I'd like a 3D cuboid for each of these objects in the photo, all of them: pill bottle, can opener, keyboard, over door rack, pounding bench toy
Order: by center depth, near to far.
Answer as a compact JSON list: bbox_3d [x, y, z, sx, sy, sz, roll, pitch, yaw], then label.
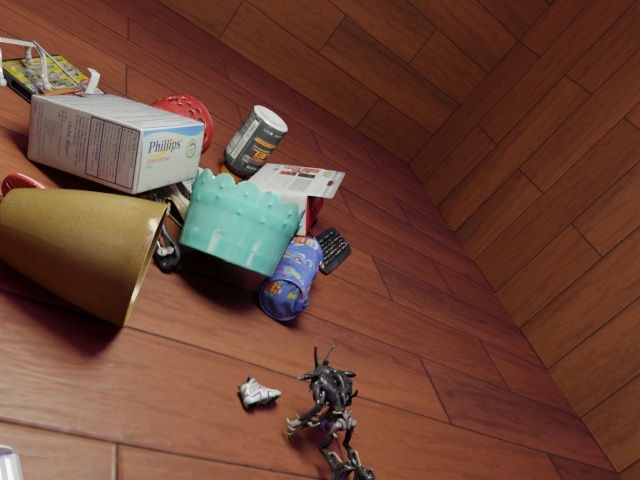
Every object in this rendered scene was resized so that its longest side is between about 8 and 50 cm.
[{"bbox_3d":[-0.704,-0.391,1.308,0.324,0.108,0.239,29,23,32],"label":"over door rack"},{"bbox_3d":[-0.368,-0.014,1.312,0.186,0.059,0.073,64,-16,12],"label":"can opener"},{"bbox_3d":[-0.400,-0.064,1.383,0.065,0.052,0.083,31,25,-25],"label":"pounding bench toy"},{"bbox_3d":[-0.224,-0.298,1.840,0.130,0.246,0.130,32,24,-17],"label":"pill bottle"},{"bbox_3d":[0.000,0.000,1.941,0.201,0.033,0.317,43,22,4],"label":"keyboard"}]

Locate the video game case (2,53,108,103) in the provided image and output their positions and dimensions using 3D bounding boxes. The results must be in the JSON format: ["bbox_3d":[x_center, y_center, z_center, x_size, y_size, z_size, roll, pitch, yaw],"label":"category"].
[{"bbox_3d":[-0.695,-0.402,1.551,0.248,0.035,0.275,40,23,-5],"label":"video game case"}]

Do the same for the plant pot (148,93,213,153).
[{"bbox_3d":[-0.424,-0.304,1.619,0.191,0.191,0.174,41,31,-1],"label":"plant pot"}]

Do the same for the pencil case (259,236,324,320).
[{"bbox_3d":[-0.069,0.094,1.536,0.133,0.119,0.306,18,24,3],"label":"pencil case"}]

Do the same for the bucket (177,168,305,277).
[{"bbox_3d":[-0.193,-0.035,1.366,0.281,0.183,0.281,21,-5,2],"label":"bucket"}]

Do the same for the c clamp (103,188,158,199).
[{"bbox_3d":[-0.439,-0.094,1.312,0.160,0.022,0.137,-28,38,-24],"label":"c clamp"}]

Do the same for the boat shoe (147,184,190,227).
[{"bbox_3d":[-0.395,-0.108,1.463,0.190,0.068,0.072,41,34,0],"label":"boat shoe"}]

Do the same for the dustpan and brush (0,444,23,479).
[{"bbox_3d":[-0.430,0.302,0.656,0.211,0.060,0.147,13,35,-49],"label":"dustpan and brush"}]

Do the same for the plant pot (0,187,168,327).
[{"bbox_3d":[-0.433,0.007,1.021,0.254,0.237,0.237,19,28,-13],"label":"plant pot"}]

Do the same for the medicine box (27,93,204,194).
[{"bbox_3d":[-0.464,-0.233,1.331,0.289,0.149,0.263,19,19,13],"label":"medicine box"}]

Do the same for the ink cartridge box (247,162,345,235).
[{"bbox_3d":[-0.077,-0.129,1.756,0.272,0.130,0.309,7,22,9],"label":"ink cartridge box"}]

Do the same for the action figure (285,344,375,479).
[{"bbox_3d":[0.012,0.361,1.168,0.164,0.141,0.276,14,50,-44],"label":"action figure"}]

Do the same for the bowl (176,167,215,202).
[{"bbox_3d":[-0.331,-0.120,1.559,0.170,0.080,0.170,35,23,-17],"label":"bowl"}]

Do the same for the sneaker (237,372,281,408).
[{"bbox_3d":[-0.127,0.301,1.174,0.098,0.038,0.069,9,39,-53],"label":"sneaker"}]

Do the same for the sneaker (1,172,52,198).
[{"bbox_3d":[-0.527,-0.061,1.165,0.221,0.087,0.128,47,11,-20],"label":"sneaker"}]
